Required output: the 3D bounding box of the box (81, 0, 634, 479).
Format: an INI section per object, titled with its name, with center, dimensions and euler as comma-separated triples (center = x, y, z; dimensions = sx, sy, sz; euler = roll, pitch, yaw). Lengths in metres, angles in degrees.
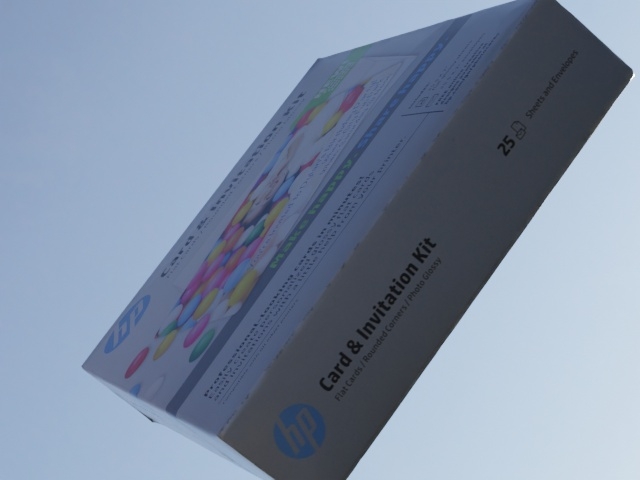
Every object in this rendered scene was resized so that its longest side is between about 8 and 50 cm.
[box]
center = 0.000, 0.000, 0.490
dimensions = 0.145, 0.038, 0.186
euler = -53, 14, -10
